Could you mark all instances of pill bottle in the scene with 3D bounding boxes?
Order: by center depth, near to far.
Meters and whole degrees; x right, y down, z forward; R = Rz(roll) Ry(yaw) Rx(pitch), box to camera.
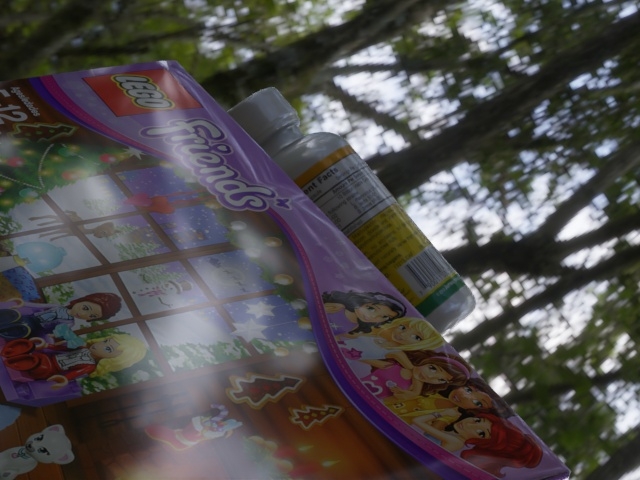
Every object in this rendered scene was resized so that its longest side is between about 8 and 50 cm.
[{"bbox_3d":[0.000,0.000,1.059,0.208,0.117,0.117,51,-53,4],"label":"pill bottle"}]

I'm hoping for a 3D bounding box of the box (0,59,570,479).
[{"bbox_3d":[-0.083,0.033,0.524,0.293,0.201,0.057,46,-42,46],"label":"box"}]
